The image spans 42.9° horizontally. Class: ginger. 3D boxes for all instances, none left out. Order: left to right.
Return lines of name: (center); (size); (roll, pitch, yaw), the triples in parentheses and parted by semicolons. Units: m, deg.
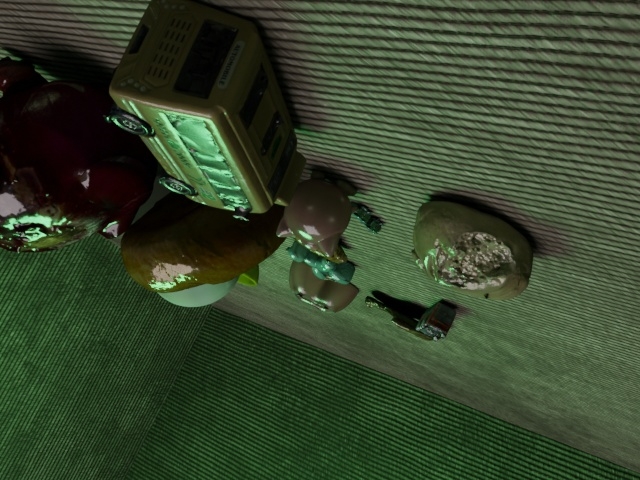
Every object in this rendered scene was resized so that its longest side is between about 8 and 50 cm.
ginger: (0.000, 0.000, 1.831); (0.176, 0.053, 0.193); (32, 173, -24)

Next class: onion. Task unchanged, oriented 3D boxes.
onion: (-0.525, -0.199, 1.604); (0.398, 0.398, 0.420); (59, -173, -67)

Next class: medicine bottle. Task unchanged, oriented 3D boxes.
medicine bottle: (-0.328, -0.002, 1.997); (0.256, 0.256, 0.325); (23, 157, 12)

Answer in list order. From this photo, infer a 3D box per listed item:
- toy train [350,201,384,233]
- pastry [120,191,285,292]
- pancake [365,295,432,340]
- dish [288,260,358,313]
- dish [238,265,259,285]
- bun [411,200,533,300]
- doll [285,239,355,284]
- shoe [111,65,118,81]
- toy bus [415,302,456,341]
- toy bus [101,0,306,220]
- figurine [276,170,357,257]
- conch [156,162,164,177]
toy train: (0.084, -0.041, 1.554); (0.045, 0.029, 0.092); (25, 171, 41)
pastry: (-0.222, -0.014, 1.606); (0.356, 0.356, 0.164); (9, 127, 52)
pancake: (0.221, 0.211, 2.186); (0.212, 0.029, 0.235); (26, -176, -36)
dish: (-0.005, 0.141, 2.295); (0.213, 0.090, 0.213); (25, 168, 6)
dish: (-0.284, 0.031, 2.361); (0.262, 0.108, 0.221); (26, 167, -6)
bun: (0.238, 0.028, 1.330); (0.209, 0.116, 0.237); (20, 166, 24)
doll: (-0.011, 0.048, 2.016); (0.159, 0.059, 0.158); (15, 165, 45)
shoe: (-0.275, -0.248, 1.372); (0.159, 0.062, 0.053); (25, 180, 4)
toy bus: (0.281, 0.198, 1.998); (0.065, 0.077, 0.192); (27, 169, 2)
toy bus: (-0.150, -0.171, 1.172); (0.201, 0.177, 0.365); (17, 164, 14)
figurine: (-0.004, -0.049, 1.453); (0.125, 0.138, 0.125); (22, 173, 3)
conch: (-0.479, -0.178, 1.953); (0.221, 0.121, 0.185); (26, -163, -22)
